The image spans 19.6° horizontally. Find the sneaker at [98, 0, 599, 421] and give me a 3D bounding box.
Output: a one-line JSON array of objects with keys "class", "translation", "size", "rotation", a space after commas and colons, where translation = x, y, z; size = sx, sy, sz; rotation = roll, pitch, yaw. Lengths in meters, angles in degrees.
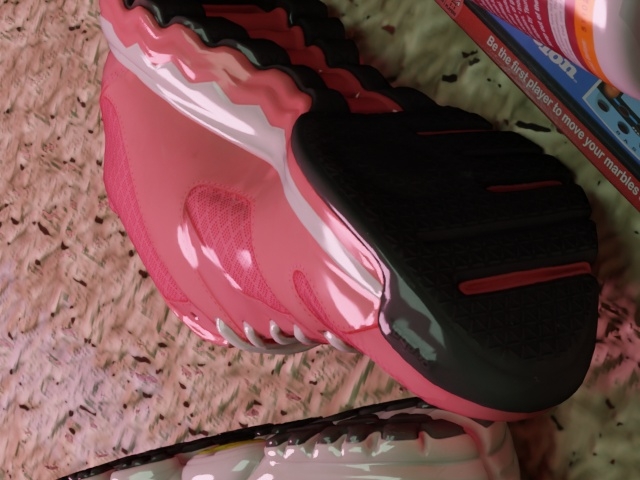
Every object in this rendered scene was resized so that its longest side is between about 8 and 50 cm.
[{"class": "sneaker", "translation": [0.000, 0.000, 0.745], "size": [0.314, 0.116, 0.136], "rotation": [45, 129, 47]}]

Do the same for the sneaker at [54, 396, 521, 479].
[{"class": "sneaker", "translation": [-0.030, 0.138, 0.754], "size": [0.279, 0.107, 0.118], "rotation": [-16, 84, 48]}]

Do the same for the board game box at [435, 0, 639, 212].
[{"class": "board game box", "translation": [0.146, -0.073, 0.634], "size": [0.281, 0.027, 0.145], "rotation": [51, 121, 36]}]

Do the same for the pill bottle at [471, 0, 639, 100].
[{"class": "pill bottle", "translation": [0.080, -0.113, 0.624], "size": [0.152, 0.086, 0.086], "rotation": [38, 114, 41]}]
